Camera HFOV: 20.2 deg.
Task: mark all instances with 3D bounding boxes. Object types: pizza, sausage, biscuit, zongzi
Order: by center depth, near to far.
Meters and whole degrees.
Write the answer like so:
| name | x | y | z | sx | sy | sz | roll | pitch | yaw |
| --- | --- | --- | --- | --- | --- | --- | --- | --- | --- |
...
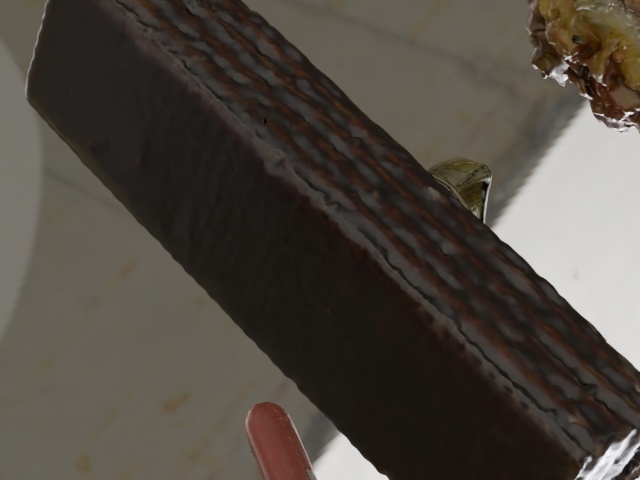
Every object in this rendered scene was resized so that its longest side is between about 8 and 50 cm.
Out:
| name | x | y | z | sx | sy | sz | roll | pitch | yaw |
| --- | --- | --- | --- | --- | --- | --- | --- | --- | --- |
| biscuit | 0.000 | 0.000 | 0.873 | 0.073 | 0.107 | 0.388 | -25 | -120 | -41 |
| zongzi | 0.057 | 0.002 | 0.954 | 0.040 | 0.076 | 0.083 | 19 | -146 | 34 |
| pizza | 0.199 | -0.085 | 1.023 | 0.085 | 0.161 | 0.305 | -36 | -94 | 37 |
| sausage | -0.009 | 0.169 | 1.056 | 0.034 | 0.034 | 0.253 | -30 | -148 | 4 |
